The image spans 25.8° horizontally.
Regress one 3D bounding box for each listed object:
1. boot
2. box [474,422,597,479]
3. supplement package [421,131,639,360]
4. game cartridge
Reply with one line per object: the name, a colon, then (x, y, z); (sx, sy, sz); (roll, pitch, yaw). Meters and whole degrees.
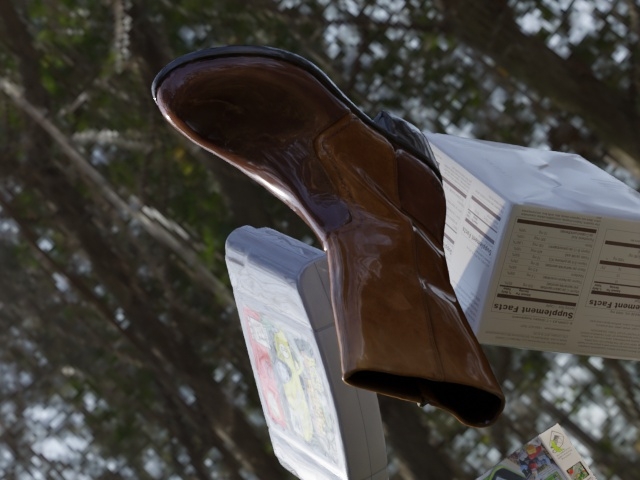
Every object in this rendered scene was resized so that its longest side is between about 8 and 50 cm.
boot: (0.000, 0.000, 1.035); (0.264, 0.280, 0.096); (27, -53, -33)
box: (0.217, 0.290, 1.496); (0.036, 0.114, 0.207); (-22, -18, -40)
supplement package: (0.217, 0.001, 1.431); (0.204, 0.262, 0.145); (7, -73, -19)
game cartridge: (-0.010, 0.139, 1.447); (0.060, 0.196, 0.294); (-24, -68, -27)
